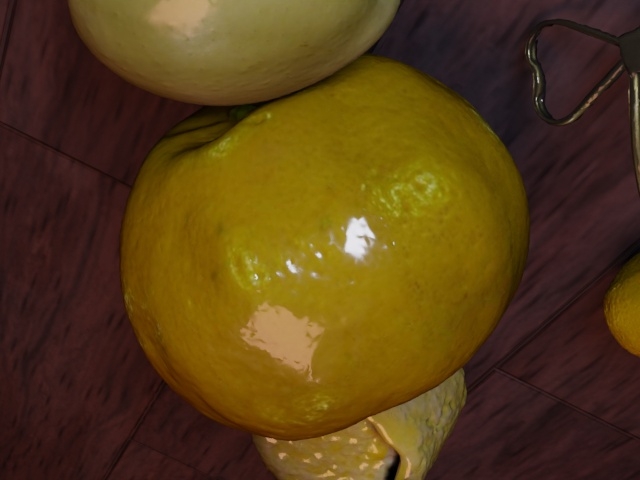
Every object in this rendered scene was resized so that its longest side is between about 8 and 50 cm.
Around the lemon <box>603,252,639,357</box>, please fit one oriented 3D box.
[{"bbox_3d":[0.251,0.047,0.913,0.082,0.082,0.111,31,145,-13],"label":"lemon"}]

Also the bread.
[{"bbox_3d":[0.027,0.139,1.086,0.197,0.170,0.197,13,132,15],"label":"bread"}]

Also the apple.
[{"bbox_3d":[-0.052,-0.169,0.708,0.200,0.200,0.200,15,145,11],"label":"apple"}]

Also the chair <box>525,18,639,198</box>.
[{"bbox_3d":[0.276,-0.009,0.783,0.160,0.170,0.325,-21,84,45],"label":"chair"}]

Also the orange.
[{"bbox_3d":[0.000,0.000,0.830,0.279,0.279,0.235,-24,102,46],"label":"orange"}]
